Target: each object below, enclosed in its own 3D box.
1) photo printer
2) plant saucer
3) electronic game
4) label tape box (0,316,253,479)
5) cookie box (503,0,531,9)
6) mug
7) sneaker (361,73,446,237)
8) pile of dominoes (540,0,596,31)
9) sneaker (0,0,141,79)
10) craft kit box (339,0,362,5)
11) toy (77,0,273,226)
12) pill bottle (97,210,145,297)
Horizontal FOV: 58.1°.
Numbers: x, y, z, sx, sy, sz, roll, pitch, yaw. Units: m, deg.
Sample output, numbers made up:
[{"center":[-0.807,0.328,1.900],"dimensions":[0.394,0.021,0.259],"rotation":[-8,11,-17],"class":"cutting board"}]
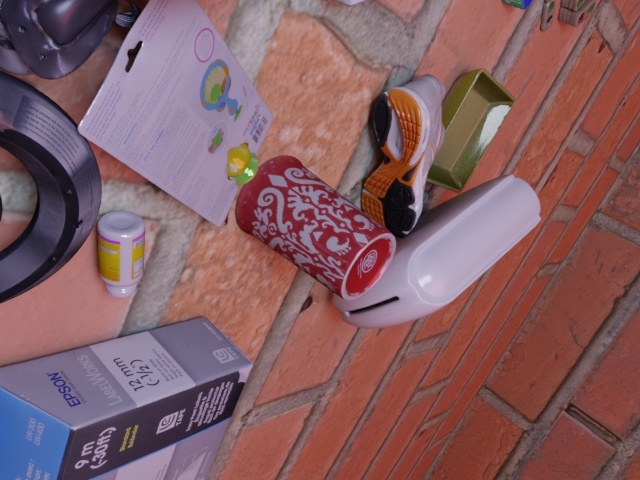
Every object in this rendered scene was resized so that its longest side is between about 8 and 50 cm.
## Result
[{"center":[0.171,0.030,0.924],"dimensions":[0.307,0.107,0.256],"rotation":[-35,-178,-30],"class":"photo printer"},{"center":[0.232,-0.180,0.955],"dimensions":[0.188,0.045,0.188],"rotation":[6,115,-56],"class":"plant saucer"},{"center":[-0.268,-0.022,0.390],"dimensions":[0.229,0.048,0.229],"rotation":[-22,145,-17],"class":"electronic game"},{"center":[-0.265,0.242,0.636],"dimensions":[0.348,0.115,0.249],"rotation":[-10,130,-52],"class":"label tape box"},{"center":[0.298,-0.403,0.821],"dimensions":[0.092,0.040,0.107],"rotation":[-52,150,-3],"class":"cookie box"},{"center":[0.005,-0.009,0.694],"dimensions":[0.113,0.169,0.150],"rotation":[-55,150,1],"class":"mug"},{"center":[0.136,-0.118,0.844],"dimensions":[0.121,0.099,0.262],"rotation":[-40,151,-34],"class":"sneaker"},{"center":[0.448,-0.482,0.949],"dimensions":[0.196,0.040,0.251],"rotation":[-44,149,-15],"class":"pile of dominoes"},{"center":[-0.206,-0.161,0.309],"dimensions":[0.269,0.101,0.153],"rotation":[-27,138,-41],"class":"sneaker"},{"center":[0.105,-0.387,0.560],"dimensions":[0.250,0.061,0.246],"rotation":[-33,147,-30],"class":"craft kit box"},{"center":[-0.124,-0.111,0.517],"dimensions":[0.137,0.056,0.237],"rotation":[-65,158,-8],"class":"toy"},{"center":[-0.196,0.015,0.566],"dimensions":[0.043,0.043,0.083],"rotation":[-23,138,-42],"class":"pill bottle"}]
